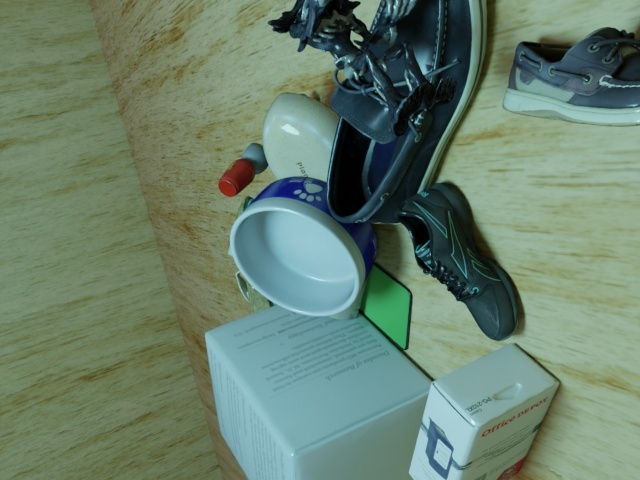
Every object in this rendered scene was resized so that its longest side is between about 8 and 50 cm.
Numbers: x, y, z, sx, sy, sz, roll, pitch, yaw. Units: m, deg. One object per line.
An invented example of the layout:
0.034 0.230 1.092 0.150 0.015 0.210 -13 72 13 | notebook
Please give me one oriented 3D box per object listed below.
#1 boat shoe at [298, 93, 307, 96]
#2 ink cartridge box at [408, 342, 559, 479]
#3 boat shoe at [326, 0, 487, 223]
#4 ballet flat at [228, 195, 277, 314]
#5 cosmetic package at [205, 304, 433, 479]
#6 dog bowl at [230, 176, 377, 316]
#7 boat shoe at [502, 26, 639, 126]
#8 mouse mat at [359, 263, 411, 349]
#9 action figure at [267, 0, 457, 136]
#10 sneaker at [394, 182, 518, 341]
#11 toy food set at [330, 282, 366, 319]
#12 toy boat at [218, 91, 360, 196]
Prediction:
-0.020 -0.214 1.283 0.066 0.066 0.183 36 147 42 | boat shoe
0.249 0.296 0.969 0.100 0.172 0.237 46 144 41 | ink cartridge box
0.109 -0.215 0.930 0.186 0.156 0.500 52 145 35 | boat shoe
-0.187 0.057 1.682 0.123 0.123 0.348 6 115 61 | ballet flat
-0.010 0.368 1.331 0.394 0.328 0.329 41 141 46 | cosmetic package
-0.031 0.015 1.170 0.265 0.104 0.264 17 135 17 | dog bowl
0.295 -0.176 0.651 0.285 0.103 0.092 -145 43 -66 | boat shoe
0.124 0.121 1.278 0.190 0.007 0.152 41 140 47 | mouse mat
0.051 -0.266 0.770 0.275 0.164 0.141 50 139 18 | action figure
0.206 0.042 0.966 0.267 0.106 0.101 63 151 13 | sneaker
0.000 0.000 1.363 0.306 0.093 0.219 44 136 37 | toy food set
-0.055 -0.162 1.212 0.318 0.148 0.267 -6 124 35 | toy boat
